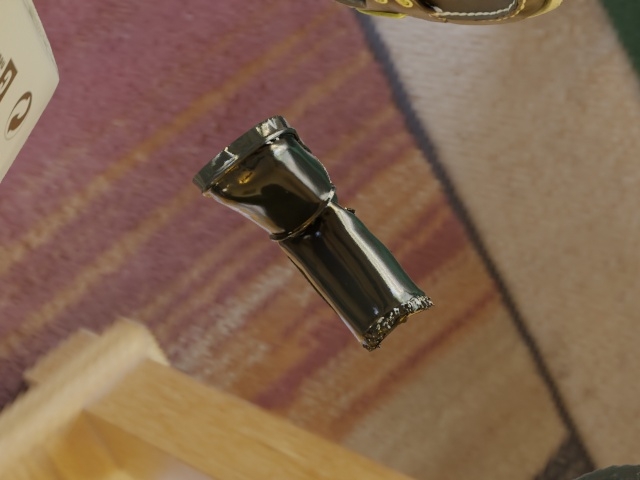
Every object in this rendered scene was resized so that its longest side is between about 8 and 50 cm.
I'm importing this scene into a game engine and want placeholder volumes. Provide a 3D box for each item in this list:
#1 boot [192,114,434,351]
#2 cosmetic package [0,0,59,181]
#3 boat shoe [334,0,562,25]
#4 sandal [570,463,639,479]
[{"bbox_3d":[0.000,0.000,0.804,0.045,0.121,0.099,-38,84,8],"label":"boot"},{"bbox_3d":[-0.238,0.047,0.441,0.197,0.155,0.366,25,74,10],"label":"cosmetic package"},{"bbox_3d":[0.040,-0.160,1.082,0.068,0.227,0.081,-29,123,-29],"label":"boat shoe"},{"bbox_3d":[0.048,0.247,1.048,0.445,0.167,0.107,-38,127,-28],"label":"sandal"}]
